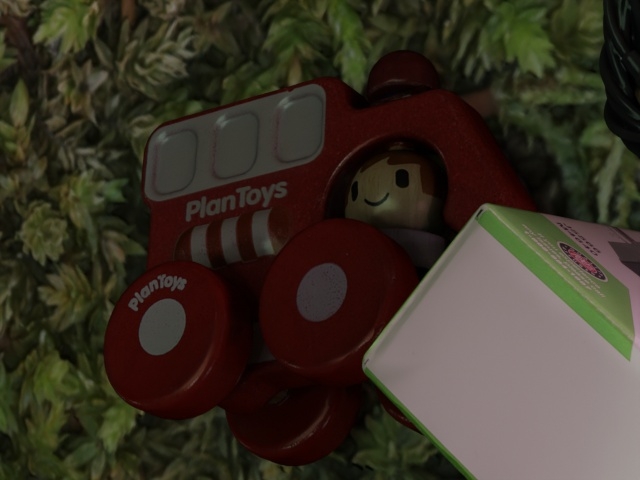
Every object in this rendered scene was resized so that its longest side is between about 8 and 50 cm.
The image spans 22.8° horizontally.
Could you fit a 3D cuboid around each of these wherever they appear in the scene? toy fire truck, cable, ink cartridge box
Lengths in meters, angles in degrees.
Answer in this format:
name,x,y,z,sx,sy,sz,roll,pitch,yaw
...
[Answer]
name,x,y,z,sx,sy,sz,roll,pitch,yaw
toy fire truck,0.000,0.000,1.051,0.302,0.169,0.254,-15,63,31
cable,0.240,-0.130,0.957,0.150,0.047,0.184,2,92,38
ink cartridge box,0.181,0.090,0.851,0.198,0.273,0.115,44,109,26
